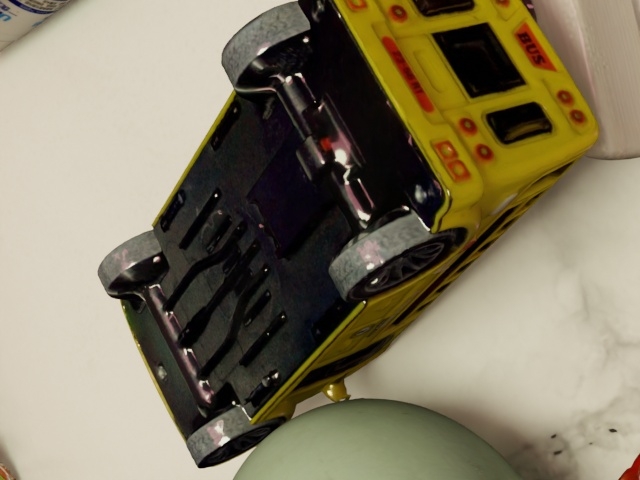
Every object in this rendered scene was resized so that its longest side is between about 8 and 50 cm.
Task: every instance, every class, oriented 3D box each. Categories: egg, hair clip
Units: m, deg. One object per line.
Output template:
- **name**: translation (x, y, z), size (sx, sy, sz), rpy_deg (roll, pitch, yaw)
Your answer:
- **egg**: translation (0.039, 0.186, 0.674), size (0.264, 0.183, 0.183), rpy_deg (-136, 61, -65)
- **hair clip**: translation (0.100, -0.195, 0.712), size (0.101, 0.085, 0.330), rpy_deg (-16, 82, 38)

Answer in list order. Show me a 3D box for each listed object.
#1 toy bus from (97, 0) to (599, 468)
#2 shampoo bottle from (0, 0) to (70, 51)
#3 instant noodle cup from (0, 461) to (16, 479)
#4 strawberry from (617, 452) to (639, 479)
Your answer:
- **toy bus**: translation (0.000, 0.000, 0.711), size (0.145, 0.151, 0.331), rpy_deg (60, 145, 16)
- **shampoo bottle**: translation (-0.212, -0.211, 0.944), size (0.303, 0.092, 0.092), rpy_deg (-27, 74, 35)
- **instant noodle cup**: translation (-0.352, 0.263, 1.006), size (0.212, 0.193, 0.193), rpy_deg (-28, 73, 42)
- **strawberry**: translation (0.224, 0.198, 0.547), size (0.238, 0.250, 0.288), rpy_deg (28, 135, 2)
